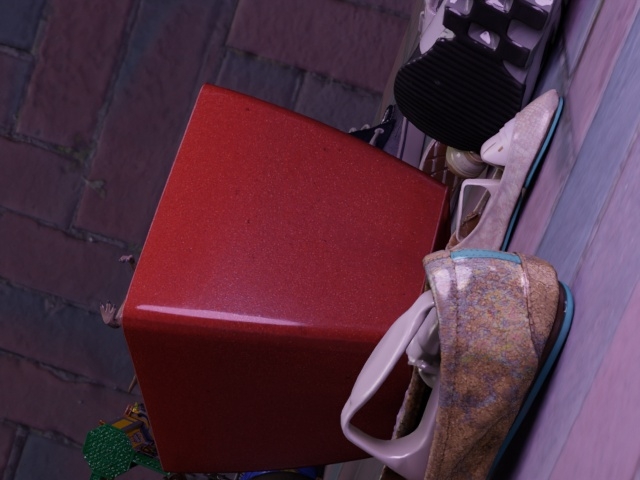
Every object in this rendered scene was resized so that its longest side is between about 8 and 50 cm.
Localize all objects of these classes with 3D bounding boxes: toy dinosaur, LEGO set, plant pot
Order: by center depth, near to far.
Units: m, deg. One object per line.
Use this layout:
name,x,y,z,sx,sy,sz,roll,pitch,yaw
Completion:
plant pot,-0.012,0.052,1.721,0.267,0.236,0.267,82,-160,-53
toy dinosaur,-0.151,0.060,1.722,0.092,0.053,0.183,1,-75,-63
LEGO set,-0.130,0.325,2.193,0.192,0.331,0.255,-19,-60,-72

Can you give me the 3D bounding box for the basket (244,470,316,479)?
basket,-0.052,0.367,1.833,0.227,0.154,0.204,-86,13,-64

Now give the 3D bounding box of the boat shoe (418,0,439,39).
boat shoe,0.158,-0.238,2.134,0.277,0.098,0.096,78,-152,-77

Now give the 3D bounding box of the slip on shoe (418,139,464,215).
slip on shoe,0.125,-0.054,2.034,0.041,0.051,0.135,-124,44,-83

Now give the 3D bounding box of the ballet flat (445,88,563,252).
ballet flat,0.146,-0.051,1.565,0.057,0.052,0.168,-79,8,-68

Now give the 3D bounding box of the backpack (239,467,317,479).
backpack,-0.055,0.341,2.531,0.120,0.098,0.101,-59,22,23

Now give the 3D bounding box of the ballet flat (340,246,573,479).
ballet flat,0.058,0.160,1.278,0.123,0.123,0.348,-81,9,-71

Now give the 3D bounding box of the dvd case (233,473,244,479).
dvd case,-0.045,0.268,2.634,0.179,0.029,0.238,-33,-27,-44

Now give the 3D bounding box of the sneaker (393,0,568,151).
sneaker,0.166,-0.203,1.724,0.146,0.122,0.330,-57,-3,-30

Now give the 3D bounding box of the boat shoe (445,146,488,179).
boat shoe,0.158,-0.134,1.878,0.048,0.056,0.153,132,156,-59

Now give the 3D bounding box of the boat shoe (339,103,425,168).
boat shoe,0.054,-0.124,2.656,0.340,0.158,0.127,-79,8,-65

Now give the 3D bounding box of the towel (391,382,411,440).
towel,0.097,0.120,1.489,0.282,0.049,0.187,-110,39,-85
